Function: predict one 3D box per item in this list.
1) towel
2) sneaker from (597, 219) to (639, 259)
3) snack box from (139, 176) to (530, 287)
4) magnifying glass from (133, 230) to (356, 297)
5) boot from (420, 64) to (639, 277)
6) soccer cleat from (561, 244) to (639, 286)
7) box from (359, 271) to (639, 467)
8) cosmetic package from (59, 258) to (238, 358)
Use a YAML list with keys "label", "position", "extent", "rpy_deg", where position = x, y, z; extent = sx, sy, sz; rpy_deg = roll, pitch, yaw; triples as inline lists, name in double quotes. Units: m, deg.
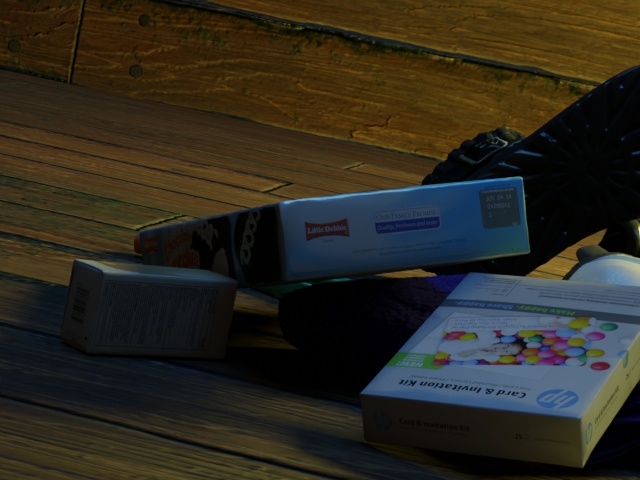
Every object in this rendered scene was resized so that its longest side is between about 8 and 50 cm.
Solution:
- label: "towel"
  position: [0.144, 0.083, 1.423]
  extent: [0.227, 0.076, 0.308]
  rpy_deg: [6, 9, -43]
- label: "sneaker"
  position: [0.340, 0.018, 1.948]
  extent: [0.147, 0.104, 0.296]
  rpy_deg: [14, 6, 2]
- label: "snack box"
  position: [0.000, 0.000, 1.481]
  extent: [0.187, 0.060, 0.322]
  rpy_deg: [-6, -1, -23]
- label: "magnifying glass"
  position: [-0.059, 0.027, 1.761]
  extent: [0.231, 0.026, 0.092]
  rpy_deg: [13, 7, 19]
- label: "boot"
  position: [0.236, -0.068, 1.884]
  extent: [0.348, 0.131, 0.260]
  rpy_deg: [-26, 3, 1]
- label: "soccer cleat"
  position: [0.324, 0.090, 1.623]
  extent: [0.331, 0.116, 0.143]
  rpy_deg: [7, 30, -41]
- label: "box"
  position: [0.128, 0.078, 1.257]
  extent: [0.145, 0.038, 0.186]
  rpy_deg: [5, 26, 27]
- label: "cosmetic package"
  position: [-0.118, 0.048, 1.361]
  extent: [0.115, 0.060, 0.041]
  rpy_deg: [7, 8, -40]
